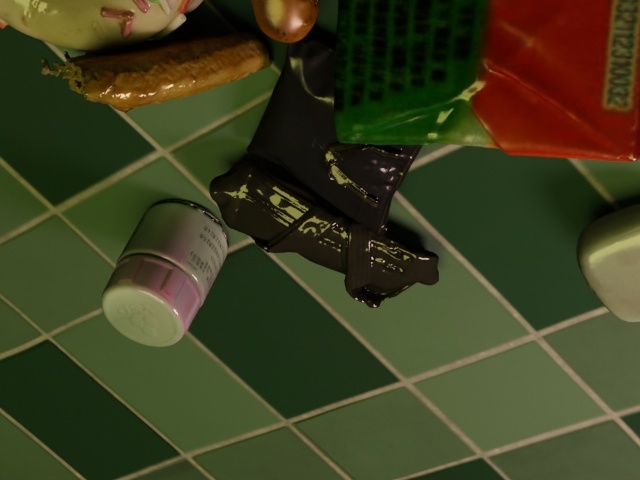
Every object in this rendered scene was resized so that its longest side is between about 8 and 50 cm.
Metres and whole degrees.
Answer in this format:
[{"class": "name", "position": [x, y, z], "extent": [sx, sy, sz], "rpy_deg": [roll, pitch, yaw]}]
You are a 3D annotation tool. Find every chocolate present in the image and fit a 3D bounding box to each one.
[{"class": "chocolate", "position": [0.191, -0.263, 1.655], "extent": [0.341, 0.161, 0.360], "rpy_deg": [8, 101, 33]}]

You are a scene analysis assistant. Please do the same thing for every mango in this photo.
[{"class": "mango", "position": [-0.047, -0.288, 1.969], "extent": [0.063, 0.077, 0.127], "rpy_deg": [5, 127, 57]}]

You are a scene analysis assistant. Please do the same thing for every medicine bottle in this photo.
[{"class": "medicine bottle", "position": [-0.213, 0.046, 2.340], "extent": [0.135, 0.168, 0.135], "rpy_deg": [14, 138, 13]}]

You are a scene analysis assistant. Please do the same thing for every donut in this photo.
[{"class": "donut", "position": [-0.287, -0.367, 1.953], "extent": [0.383, 0.142, 0.382], "rpy_deg": [14, 140, 12]}]

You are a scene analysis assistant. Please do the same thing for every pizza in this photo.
[{"class": "pizza", "position": [-0.221, -0.204, 2.091], "extent": [0.288, 0.280, 0.075], "rpy_deg": [9, 111, 55]}]

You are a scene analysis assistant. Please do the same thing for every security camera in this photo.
[{"class": "security camera", "position": [0.456, 0.000, 2.039], "extent": [0.301, 0.080, 0.157], "rpy_deg": [-20, 121, 28]}]

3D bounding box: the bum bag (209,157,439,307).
[{"class": "bum bag", "position": [0.000, 0.000, 2.253], "extent": [0.326, 0.079, 0.142], "rpy_deg": [26, 141, -4]}]

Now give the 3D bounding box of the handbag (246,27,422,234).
[{"class": "handbag", "position": [0.025, -0.128, 2.099], "extent": [0.211, 0.088, 0.254], "rpy_deg": [33, 143, 6]}]
